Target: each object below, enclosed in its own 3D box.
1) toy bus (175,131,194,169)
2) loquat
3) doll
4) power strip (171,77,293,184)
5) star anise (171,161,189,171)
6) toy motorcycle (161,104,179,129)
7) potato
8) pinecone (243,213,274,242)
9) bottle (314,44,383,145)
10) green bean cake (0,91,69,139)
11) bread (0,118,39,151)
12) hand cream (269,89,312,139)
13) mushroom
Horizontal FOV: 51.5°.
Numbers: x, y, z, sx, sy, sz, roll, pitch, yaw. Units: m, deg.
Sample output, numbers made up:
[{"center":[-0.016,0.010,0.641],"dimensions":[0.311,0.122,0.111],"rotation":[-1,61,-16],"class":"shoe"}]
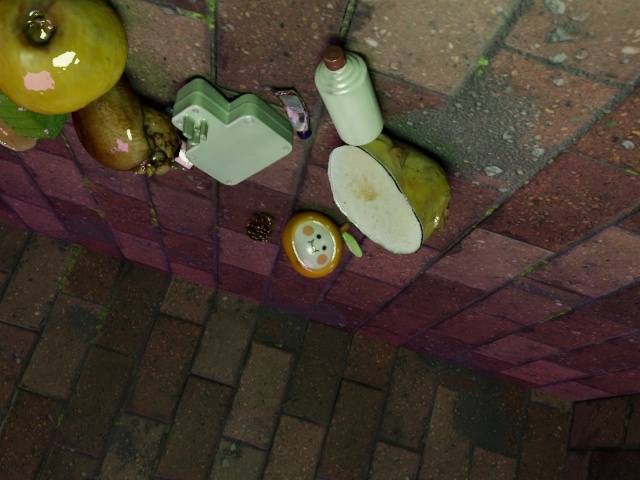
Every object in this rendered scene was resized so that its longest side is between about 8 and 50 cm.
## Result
[{"center":[-0.357,-0.238,1.729],"dimensions":[0.090,0.063,0.203],"rotation":[33,-175,-18],"class":"toy bus"},{"center":[-0.523,-0.377,1.308],"dimensions":[0.274,0.275,0.275],"rotation":[15,161,5],"class":"loquat"},{"center":[0.000,0.000,2.067],"dimensions":[0.236,0.214,0.213],"rotation":[-23,167,-14],"class":"doll"},{"center":[-0.223,-0.241,1.548],"dimensions":[0.229,0.141,0.261],"rotation":[-24,139,31],"class":"power strip"},{"center":[-0.457,-0.247,1.910],"dimensions":[0.180,0.061,0.204],"rotation":[14,161,5],"class":"star anise"},{"center":[-0.314,-0.286,1.689],"dimensions":[0.190,0.074,0.106],"rotation":[26,168,-24],"class":"toy motorcycle"},{"center":[0.170,-0.138,1.536],"dimensions":[0.300,0.196,0.246],"rotation":[53,147,-13],"class":"potato"},{"center":[-0.197,-0.041,2.224],"dimensions":[0.102,0.102,0.109],"rotation":[30,147,-33],"class":"pinecone"},{"center":[0.054,-0.291,1.302],"dimensions":[0.104,0.104,0.245],"rotation":[9,159,21],"class":"bottle"},{"center":[-0.656,-0.373,1.491],"dimensions":[0.124,0.222,0.248],"rotation":[9,156,16],"class":"green bean cake"},{"center":[-0.892,-0.358,1.898],"dimensions":[0.209,0.110,0.192],"rotation":[29,151,-33],"class":"bread"},{"center":[-0.059,-0.292,1.505],"dimensions":[0.062,0.039,0.163],"rotation":[10,154,24],"class":"hand cream"},{"center":[-0.462,-0.264,1.557],"dimensions":[0.283,0.195,0.263],"rotation":[42,161,1],"class":"mushroom"}]
